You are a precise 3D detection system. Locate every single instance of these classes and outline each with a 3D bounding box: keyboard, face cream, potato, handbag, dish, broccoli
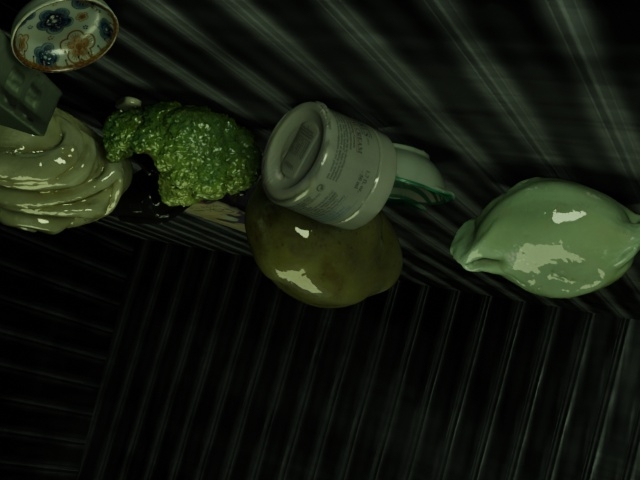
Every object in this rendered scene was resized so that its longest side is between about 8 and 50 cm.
[{"bbox_3d":[-0.376,-0.192,1.893,0.195,0.018,0.060,46,-166,20],"label":"keyboard"},{"bbox_3d":[0.011,-0.120,1.545,0.153,0.177,0.177,21,169,-38],"label":"face cream"},{"bbox_3d":[0.000,0.000,1.791,0.326,0.243,0.221,23,164,-40],"label":"potato"},{"bbox_3d":[-0.323,-0.121,2.019,0.275,0.244,0.088,-1,123,55],"label":"handbag"},{"bbox_3d":[0.138,-0.121,1.706,0.224,0.078,0.246,11,172,16],"label":"dish"},{"bbox_3d":[-0.279,-0.154,1.753,0.302,0.186,0.254,1,175,35],"label":"broccoli"},{"bbox_3d":[-0.344,-0.296,1.259,0.141,0.078,0.141,-20,157,-9],"label":"dish"}]

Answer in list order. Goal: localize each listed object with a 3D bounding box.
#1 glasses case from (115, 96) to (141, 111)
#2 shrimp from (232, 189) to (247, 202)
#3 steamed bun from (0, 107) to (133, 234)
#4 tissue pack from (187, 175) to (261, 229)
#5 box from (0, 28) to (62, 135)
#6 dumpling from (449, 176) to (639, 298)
[{"bbox_3d":[-0.356,-0.252,1.769,0.032,0.021,0.083,14,173,-26],"label":"glasses case"},{"bbox_3d":[-0.177,-0.141,1.861,0.099,0.180,0.041,1,134,-15],"label":"shrimp"},{"bbox_3d":[-0.547,-0.142,1.824,0.339,0.247,0.352,35,-178,-11],"label":"steamed bun"},{"bbox_3d":[-0.184,-0.094,2.281,0.344,0.125,0.242,19,171,-40],"label":"tissue pack"},{"bbox_3d":[-0.590,-0.288,1.320,0.396,0.111,0.396,24,173,7],"label":"box"},{"bbox_3d":[0.405,-0.001,1.674,0.321,0.211,0.270,22,177,10],"label":"dumpling"}]
